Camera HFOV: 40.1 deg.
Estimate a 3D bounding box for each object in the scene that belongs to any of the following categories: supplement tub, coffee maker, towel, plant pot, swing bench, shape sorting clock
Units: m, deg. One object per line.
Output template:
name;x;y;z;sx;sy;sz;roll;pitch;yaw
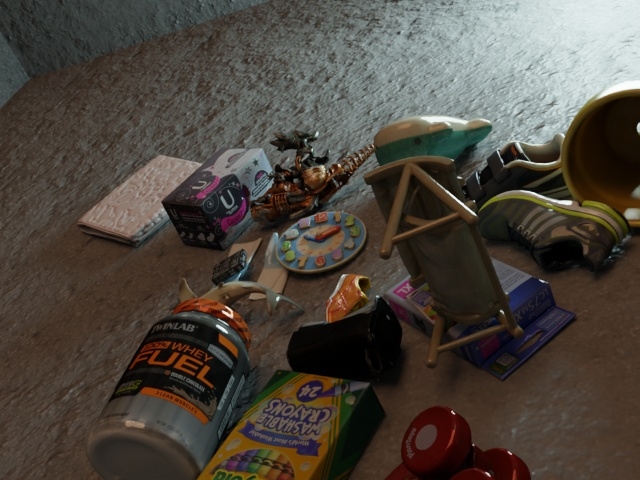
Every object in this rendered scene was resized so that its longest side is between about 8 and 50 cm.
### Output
supplement tub;-0.250;0.272;1.547;0.207;0.207;0.338;-10;34;24
coffee maker;0.034;0.189;1.524;0.178;0.120;0.171;-22;3;27
towel;-0.488;-0.116;2.470;0.317;0.053;0.332;15;50;47
plant pot;0.590;-0.182;1.617;0.253;0.254;0.239;-7;19;28
swing bench;0.197;0.020;1.444;0.165;0.253;0.255;-21;32;10
shape sorting clock;0.000;0.000;1.926;0.206;0.040;0.206;-12;32;8

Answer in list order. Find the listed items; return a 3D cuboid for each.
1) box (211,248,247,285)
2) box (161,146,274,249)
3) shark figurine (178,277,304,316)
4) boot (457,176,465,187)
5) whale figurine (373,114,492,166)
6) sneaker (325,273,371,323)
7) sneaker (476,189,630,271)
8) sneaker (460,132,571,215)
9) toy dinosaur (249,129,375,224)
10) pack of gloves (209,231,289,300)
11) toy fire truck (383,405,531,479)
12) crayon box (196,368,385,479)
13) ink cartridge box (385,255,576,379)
box;-0.205;0.060;1.976;0.083;0.018;0.067;-32;25;15
box;-0.244;-0.112;2.193;0.163;0.142;0.247;6;43;42
shark figurine;-0.183;0.135;1.823;0.278;0.116;0.166;-25;63;16
boot;0.251;-0.119;1.945;0.118;0.042;0.087;-23;22;-9
whale figurine;0.260;-0.212;2.011;0.271;0.141;0.216;-9;-4;-14
sneaker;0.053;0.124;1.696;0.067;0.064;0.175;2;42;23
sneaker;0.402;-0.013;1.609;0.299;0.111;0.121;6;48;46
sneaker;0.367;-0.122;1.781;0.321;0.127;0.126;-22;32;9
toy dinosaur;-0.022;-0.146;2.127;0.321;0.164;0.218;-10;44;-10
pack of gloves;-0.153;0.048;1.979;0.195;0.046;0.232;-11;33;22
toy fire truck;0.161;0.388;1.145;0.254;0.169;0.302;-47;28;11
crayon box;-0.061;0.356;1.402;0.203;0.083;0.323;1;40;38
ink cartridge box;0.275;0.113;1.553;0.185;0.065;0.311;-36;34;-16
